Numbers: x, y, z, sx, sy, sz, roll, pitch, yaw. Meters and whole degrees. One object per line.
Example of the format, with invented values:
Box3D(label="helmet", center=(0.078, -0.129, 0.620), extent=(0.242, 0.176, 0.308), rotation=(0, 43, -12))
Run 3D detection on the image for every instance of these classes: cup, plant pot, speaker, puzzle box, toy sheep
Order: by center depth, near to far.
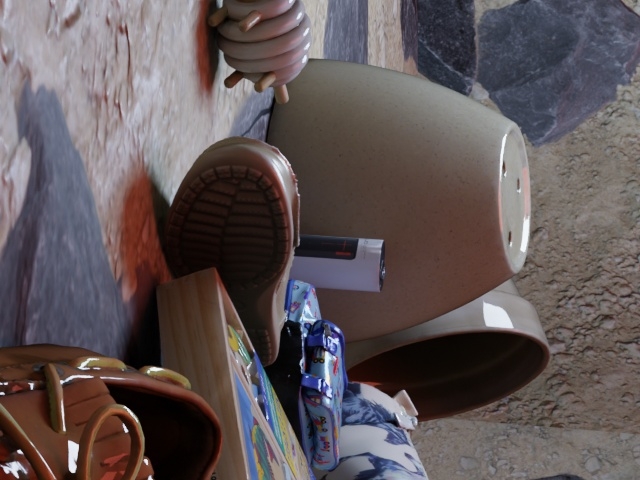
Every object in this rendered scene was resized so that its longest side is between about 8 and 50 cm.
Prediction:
Box3D(label="puzzle box", center=(-0.030, 0.242, 0.963), extent=(0.409, 0.052, 0.272), rotation=(-105, 175, -53))
Box3D(label="toy sheep", center=(-0.049, -0.174, 1.189), extent=(0.091, 0.091, 0.132), rotation=(-76, 161, -51))
Box3D(label="speaker", center=(-0.002, 0.022, 1.410), extent=(0.055, 0.136, 0.055), rotation=(4, 90, -81))
Box3D(label="cup", center=(0.104, -0.044, 1.555), extent=(0.331, 0.237, 0.331), rotation=(-1, 90, -70))
Box3D(label="plant pot", center=(0.134, 0.073, 1.954), extent=(0.323, 0.323, 0.280), rotation=(78, 1, -62))

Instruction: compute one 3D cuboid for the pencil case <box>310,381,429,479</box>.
Box3D(label="pencil case", center=(0.059, 0.288, 1.384), extent=(0.160, 0.183, 0.410), rotation=(51, 4, -26))

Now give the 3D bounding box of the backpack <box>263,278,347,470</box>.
Box3D(label="backpack", center=(-0.034, 0.115, 1.314), extent=(0.158, 0.116, 0.173), rotation=(86, 8, -47))

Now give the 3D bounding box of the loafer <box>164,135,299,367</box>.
Box3D(label="loafer", center=(-0.068, 0.001, 1.113), extent=(0.268, 0.102, 0.092), rotation=(98, 0, -53))

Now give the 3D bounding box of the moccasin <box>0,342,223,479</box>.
Box3D(label="moccasin", center=(-0.121, 0.118, 0.588), extent=(0.380, 0.147, 0.139), rotation=(22, 72, -81))
